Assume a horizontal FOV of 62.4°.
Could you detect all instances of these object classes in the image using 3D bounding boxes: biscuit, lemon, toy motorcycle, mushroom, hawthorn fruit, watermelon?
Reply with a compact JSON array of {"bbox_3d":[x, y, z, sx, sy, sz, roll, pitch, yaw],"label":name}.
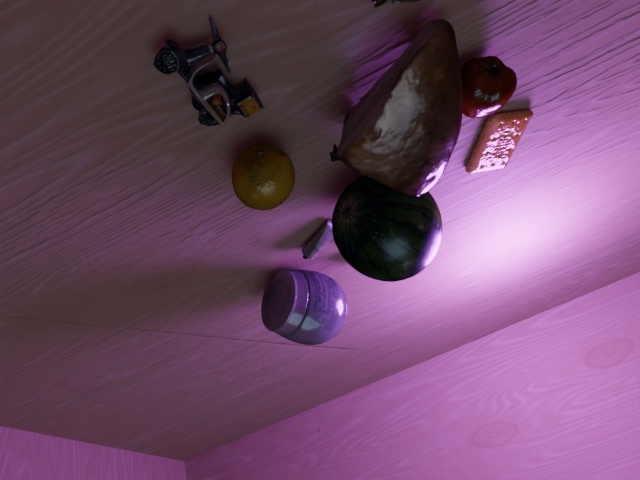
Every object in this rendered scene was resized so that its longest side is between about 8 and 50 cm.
[{"bbox_3d":[0.571,-0.311,1.698,0.160,0.030,0.250,-9,145,-14],"label":"biscuit"},{"bbox_3d":[-0.156,-0.167,1.428,0.173,0.174,0.206,-1,154,-25],"label":"lemon"},{"bbox_3d":[-0.250,-0.362,1.184,0.157,0.091,0.263,-31,147,4],"label":"toy motorcycle"},{"bbox_3d":[0.258,-0.321,1.324,0.313,0.224,0.397,26,127,-16],"label":"mushroom"},{"bbox_3d":[0.427,-0.392,1.423,0.162,0.163,0.203,-13,160,-9],"label":"hawthorn fruit"},{"bbox_3d":[0.204,-0.042,1.626,0.362,0.363,0.363,-13,146,-9],"label":"watermelon"}]

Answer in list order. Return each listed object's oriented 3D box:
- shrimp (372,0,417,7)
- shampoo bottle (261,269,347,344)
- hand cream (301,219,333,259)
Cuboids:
[{"bbox_3d":[0.197,-0.561,1.168,0.180,0.041,0.099,-24,161,6],"label":"shrimp"},{"bbox_3d":[-0.062,0.245,1.964,0.266,0.273,0.273,18,133,-31],"label":"shampoo bottle"},{"bbox_3d":[0.000,0.000,1.852,0.087,0.054,0.186,15,127,-45],"label":"hand cream"}]
